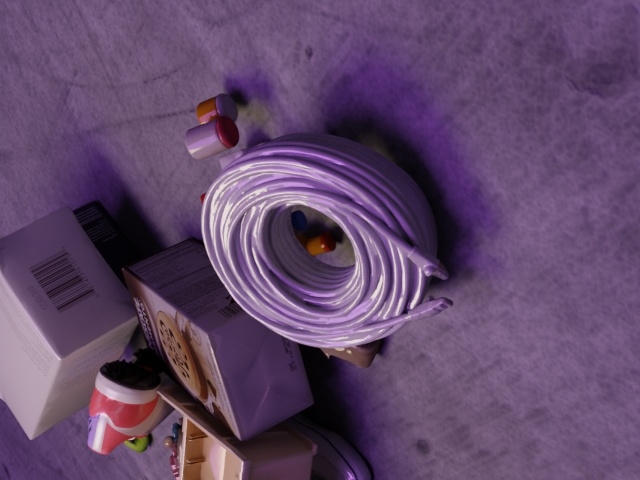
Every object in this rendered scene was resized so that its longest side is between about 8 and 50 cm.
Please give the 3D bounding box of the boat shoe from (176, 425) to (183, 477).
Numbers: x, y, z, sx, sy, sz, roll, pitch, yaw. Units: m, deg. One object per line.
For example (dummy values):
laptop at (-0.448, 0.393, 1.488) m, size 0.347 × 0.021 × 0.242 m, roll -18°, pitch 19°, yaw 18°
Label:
boat shoe at (-0.123, 0.421, 1.775) m, size 0.120 × 0.122 × 0.324 m, roll -13°, pitch 110°, yaw 24°

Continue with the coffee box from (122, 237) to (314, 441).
coffee box at (-0.146, 0.126, 1.505) m, size 0.297 × 0.119 × 0.168 m, roll 26°, pitch 136°, yaw 56°

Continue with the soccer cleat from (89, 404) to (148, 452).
soccer cleat at (-0.393, 0.337, 2.112) m, size 0.179 × 0.060 × 0.072 m, roll 47°, pitch 158°, yaw 19°

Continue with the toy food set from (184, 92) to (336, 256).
toy food set at (-0.075, -0.072, 1.321) m, size 0.105 × 0.111 × 0.232 m, roll -18°, pitch 91°, yaw 28°

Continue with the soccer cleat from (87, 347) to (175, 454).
soccer cleat at (-0.265, 0.237, 1.661) m, size 0.109 × 0.318 × 0.116 m, roll 22°, pitch 94°, yaw 10°

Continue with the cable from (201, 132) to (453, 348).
cable at (0.000, 0.000, 1.200) m, size 0.257 × 0.089 × 0.257 m, roll -31°, pitch 104°, yaw 39°

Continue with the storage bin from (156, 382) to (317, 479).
storage bin at (-0.136, 0.357, 1.523) m, size 0.260 × 0.123 × 0.262 m, roll 25°, pitch 114°, yaw 51°

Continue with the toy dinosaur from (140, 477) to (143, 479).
toy dinosaur at (-0.288, 0.551, 2.080) m, size 0.160 × 0.121 × 0.313 m, roll 50°, pitch 153°, yaw -10°

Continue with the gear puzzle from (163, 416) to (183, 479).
gear puzzle at (-0.193, 0.476, 1.882) m, size 0.175 × 0.044 × 0.338 m, roll -117°, pitch 6°, yaw -75°

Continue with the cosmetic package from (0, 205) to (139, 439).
cosmetic package at (-0.434, 0.142, 1.752) m, size 0.217 × 0.156 × 0.385 m, roll 54°, pitch 149°, yaw 9°

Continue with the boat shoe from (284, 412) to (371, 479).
boat shoe at (-0.030, 0.299, 1.568) m, size 0.226 × 0.076 × 0.083 m, roll 29°, pitch 137°, yaw 39°

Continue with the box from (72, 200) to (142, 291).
box at (-0.371, 0.049, 1.817) m, size 0.158 × 0.093 × 0.156 m, roll 49°, pitch 147°, yaw 17°

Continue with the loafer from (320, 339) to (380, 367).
loafer at (0.012, 0.119, 1.388) m, size 0.148 × 0.056 × 0.050 m, roll 27°, pitch 129°, yaw 40°
